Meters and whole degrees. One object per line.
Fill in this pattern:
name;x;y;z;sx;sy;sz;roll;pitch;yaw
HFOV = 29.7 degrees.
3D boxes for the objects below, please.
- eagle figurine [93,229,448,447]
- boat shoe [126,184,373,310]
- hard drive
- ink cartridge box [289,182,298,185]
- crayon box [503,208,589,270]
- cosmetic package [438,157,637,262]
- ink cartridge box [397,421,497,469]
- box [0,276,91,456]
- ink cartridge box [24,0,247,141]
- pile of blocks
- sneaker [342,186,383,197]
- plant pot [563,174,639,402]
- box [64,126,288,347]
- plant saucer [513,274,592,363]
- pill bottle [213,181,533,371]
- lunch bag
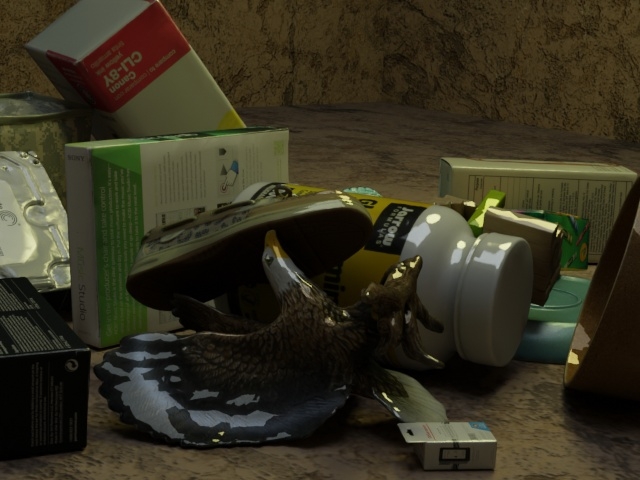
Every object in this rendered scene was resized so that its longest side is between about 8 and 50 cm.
eagle figurine;-0.035;0.102;1.186;0.298;0.225;0.226;-27;-41;20
boat shoe;-0.080;-0.007;1.273;0.285;0.104;0.089;-15;49;20
hard drive;-0.462;0.000;1.442;0.338;0.064;0.237;-6;53;-38
ink cartridge box;-0.155;-0.070;2.150;0.223;0.045;0.224;3;13;2
crayon box;0.268;0.000;1.698;0.165;0.081;0.278;2;0;24
cosmetic package;0.340;-0.050;1.930;0.296;0.153;0.129;3;11;-4
ink cartridge box;0.114;0.186;1.095;0.083;0.028;0.048;1;12;-8
box;-0.343;0.116;1.147;0.184;0.103;0.261;0;13;-26
ink cartridge box;-0.249;-0.183;1.861;0.160;0.385;0.279;-43;29;-14
pile of blocks;0.140;-0.001;1.486;0.362;0.149;0.112;-7;27;34
sneaker;0.000;0.000;1.735;0.283;0.110;0.122;-17;44;-28
plant pot;0.412;0.082;1.247;0.254;0.237;0.237;19;15;8
box;-0.164;-0.014;1.470;0.058;0.232;0.322;7;12;41
plant saucer;0.281;0.089;1.541;0.317;0.044;0.317;2;12;0
pill bottle;0.059;0.043;1.361;0.333;0.188;0.188;9;14;26
lunch bag;-0.470;-0.076;1.676;0.169;0.235;0.287;16;17;29
